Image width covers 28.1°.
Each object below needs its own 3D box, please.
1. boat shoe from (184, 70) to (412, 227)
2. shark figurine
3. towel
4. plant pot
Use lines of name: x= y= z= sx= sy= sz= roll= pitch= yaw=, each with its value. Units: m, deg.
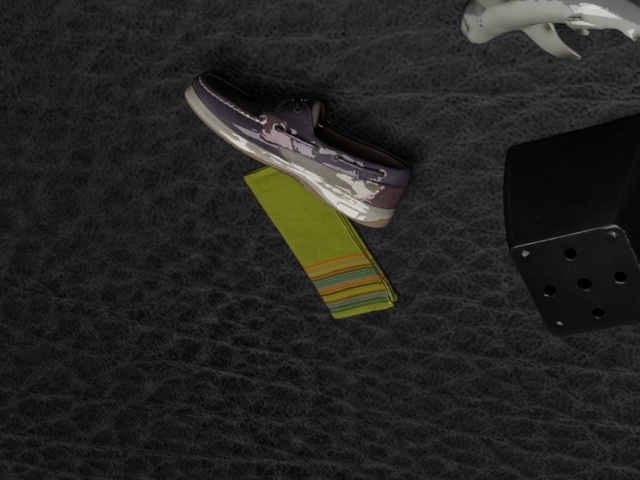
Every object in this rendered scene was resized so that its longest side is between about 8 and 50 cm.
boat shoe: x=-0.022 y=-0.124 z=1.490 sx=0.285 sy=0.103 sz=0.092 roll=33 pitch=113 yaw=3
shark figurine: x=0.260 y=-0.248 z=1.263 sx=0.278 sy=0.116 sz=0.166 roll=12 pitch=164 yaw=26
towel: x=0.000 y=0.000 z=1.622 sx=0.102 sy=0.021 sz=0.237 roll=-18 pitch=116 yaw=33
plant pot: x=0.302 y=-0.002 z=1.385 sx=0.188 sy=0.167 sz=0.187 roll=-14 pitch=119 yaw=31
